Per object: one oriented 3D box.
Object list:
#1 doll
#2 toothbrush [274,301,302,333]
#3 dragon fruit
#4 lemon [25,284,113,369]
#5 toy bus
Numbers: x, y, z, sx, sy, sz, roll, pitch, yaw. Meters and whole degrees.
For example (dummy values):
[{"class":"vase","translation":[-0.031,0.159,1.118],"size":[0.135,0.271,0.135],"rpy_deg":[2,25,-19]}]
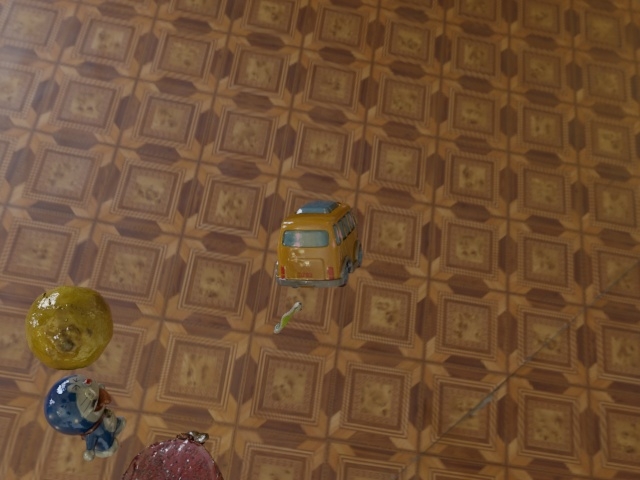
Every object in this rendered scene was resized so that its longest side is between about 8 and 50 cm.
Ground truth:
[{"class":"doll","translation":[-0.641,0.485,1.660],"size":[0.161,0.257,0.215],"rpy_deg":[-24,38,11]},{"class":"toothbrush","translation":[-0.086,0.204,1.560],"size":[0.022,0.263,0.026],"rpy_deg":[10,67,-14]},{"class":"dragon fruit","translation":[-0.396,0.721,1.652],"size":[0.314,0.263,0.296],"rpy_deg":[-25,53,-12]},{"class":"lemon","translation":[-0.605,0.208,1.452],"size":[0.204,0.260,0.204],"rpy_deg":[-4,103,-19]},{"class":"toy bus","translation":[0.000,0.000,1.074],"size":[0.125,0.209,0.136],"rpy_deg":[0,104,16]}]
